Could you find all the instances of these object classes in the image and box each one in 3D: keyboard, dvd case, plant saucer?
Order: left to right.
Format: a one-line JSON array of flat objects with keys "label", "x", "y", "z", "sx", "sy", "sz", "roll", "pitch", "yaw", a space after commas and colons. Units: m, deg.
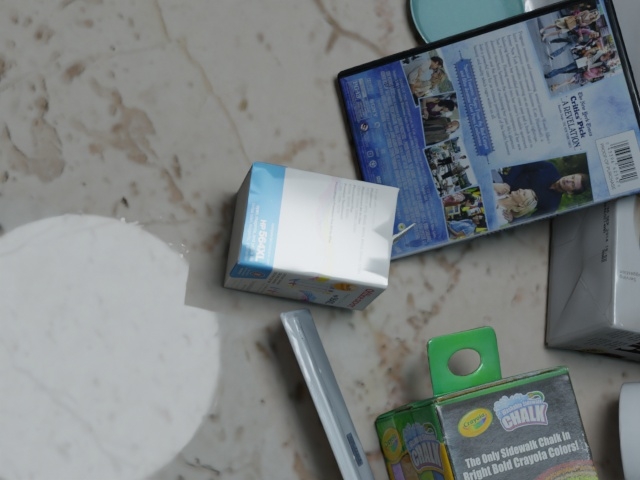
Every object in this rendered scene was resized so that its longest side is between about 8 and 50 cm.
[{"label": "keyboard", "x": 0.024, "y": 0.177, "z": 1.091, "sx": 0.014, "sy": 0.072, "sz": 0.256, "roll": -22, "pitch": 84, "yaw": 10}, {"label": "plant saucer", "x": 0.138, "y": -0.218, "z": 1.251, "sx": 0.119, "sy": 0.021, "sz": 0.119, "roll": 4, "pitch": 77, "yaw": -17}, {"label": "dvd case", "x": 0.153, "y": -0.099, "z": 1.149, "sx": 0.253, "sy": 0.022, "sz": 0.180, "roll": -16, "pitch": 80, "yaw": 15}]

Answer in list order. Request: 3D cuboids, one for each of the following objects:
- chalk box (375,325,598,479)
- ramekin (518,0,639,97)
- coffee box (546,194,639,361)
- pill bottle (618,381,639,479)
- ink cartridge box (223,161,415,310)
[{"label": "chalk box", "x": 0.138, "y": 0.182, "z": 1.095, "sx": 0.132, "sy": 0.132, "sz": 0.213, "roll": -10, "pitch": 80, "yaw": -21}, {"label": "ramekin", "x": 0.314, "y": -0.214, "z": 1.196, "sx": 0.127, "sy": 0.273, "sz": 0.272, "roll": 3, "pitch": 75, "yaw": -33}, {"label": "coffee box", "x": 0.372, "y": 0.035, "z": 1.224, "sx": 0.297, "sy": 0.119, "sz": 0.168, "roll": 12, "pitch": 73, "yaw": -18}, {"label": "pill bottle", "x": 0.390, "y": 0.169, "z": 1.135, "sx": 0.246, "sy": 0.136, "sz": 0.136, "roll": -5, "pitch": 75, "yaw": 20}, {"label": "ink cartridge box", "x": 0.000, "y": 0.000, "z": 1.098, "sx": 0.143, "sy": 0.092, "sz": 0.089, "roll": 10, "pitch": 74, "yaw": -9}]
